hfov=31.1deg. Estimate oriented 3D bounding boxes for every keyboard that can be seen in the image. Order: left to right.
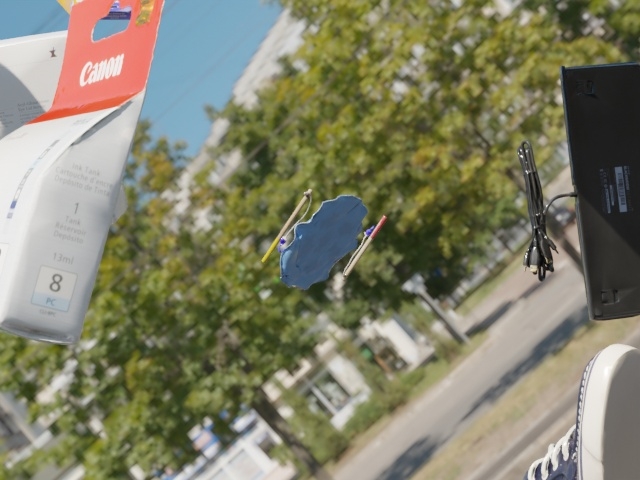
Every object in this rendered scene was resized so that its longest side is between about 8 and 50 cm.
[{"bbox_3d":[0.328,-0.058,1.413,0.202,0.317,0.033,-6,-2,-17],"label":"keyboard"}]

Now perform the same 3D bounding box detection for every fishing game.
[{"bbox_3d":[0.000,0.000,1.855,0.264,0.041,0.189,9,-63,-57],"label":"fishing game"}]

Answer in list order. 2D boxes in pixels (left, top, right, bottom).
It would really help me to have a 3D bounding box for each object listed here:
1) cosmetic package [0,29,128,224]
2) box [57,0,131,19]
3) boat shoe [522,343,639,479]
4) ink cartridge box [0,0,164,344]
[{"bbox_3d":[-0.503,-0.146,1.709,0.377,0.284,0.097,-7,19,6],"label":"cosmetic package"},{"bbox_3d":[-0.285,-0.304,1.407,0.081,0.136,0.028,-8,-47,-37],"label":"box"},{"bbox_3d":[0.311,0.273,1.391,0.127,0.340,0.158,-18,22,-39],"label":"boat shoe"},{"bbox_3d":[-0.289,-0.098,1.188,0.308,0.091,0.384,2,78,59],"label":"ink cartridge box"}]
